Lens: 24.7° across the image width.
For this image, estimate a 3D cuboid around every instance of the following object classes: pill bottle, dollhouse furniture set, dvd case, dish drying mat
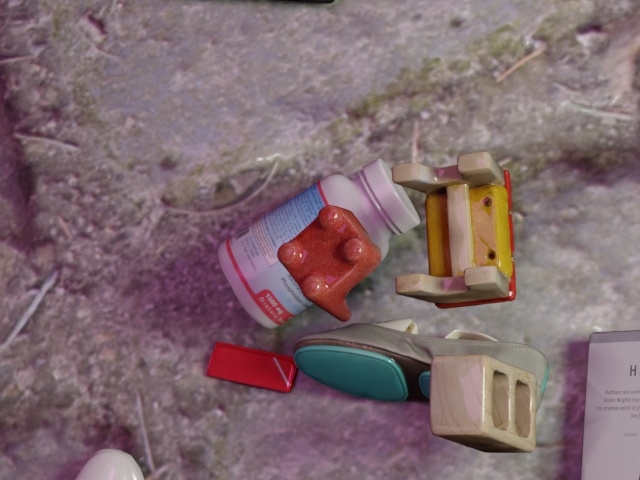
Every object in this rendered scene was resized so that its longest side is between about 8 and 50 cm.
[{"bbox_3d":[0.000,0.000,1.238,0.160,0.087,0.087,-32,63,10],"label":"pill bottle"},{"bbox_3d":[0.063,0.140,1.101,0.201,0.152,0.374,-7,74,25],"label":"dollhouse furniture set"},{"bbox_3d":[0.276,0.181,1.073,0.179,0.029,0.238,-5,69,35],"label":"dvd case"},{"bbox_3d":[-0.059,0.110,1.268,0.083,0.008,0.032,10,77,25],"label":"dish drying mat"}]

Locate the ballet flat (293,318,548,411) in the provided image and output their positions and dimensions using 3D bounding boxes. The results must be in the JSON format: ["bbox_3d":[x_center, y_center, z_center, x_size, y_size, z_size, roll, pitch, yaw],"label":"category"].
[{"bbox_3d":[0.083,0.098,1.191,0.213,0.072,0.068,10,49,24],"label":"ballet flat"}]

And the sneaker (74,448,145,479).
[{"bbox_3d":[-0.213,0.273,1.226,0.080,0.094,0.212,14,77,27],"label":"sneaker"}]

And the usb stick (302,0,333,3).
[{"bbox_3d":[-0.101,-0.271,1.399,0.278,0.045,0.077,8,82,24],"label":"usb stick"}]
